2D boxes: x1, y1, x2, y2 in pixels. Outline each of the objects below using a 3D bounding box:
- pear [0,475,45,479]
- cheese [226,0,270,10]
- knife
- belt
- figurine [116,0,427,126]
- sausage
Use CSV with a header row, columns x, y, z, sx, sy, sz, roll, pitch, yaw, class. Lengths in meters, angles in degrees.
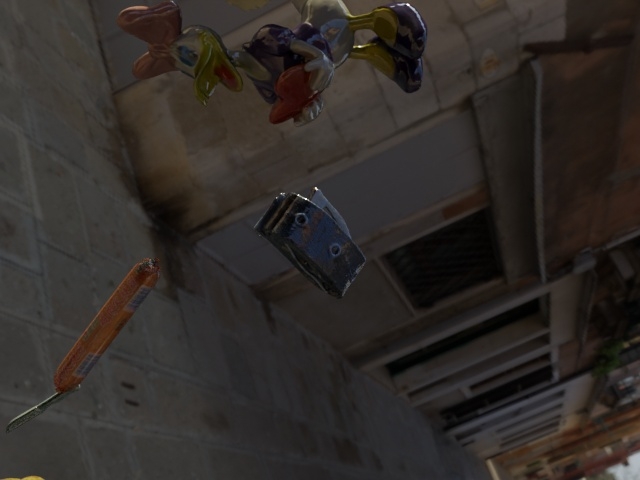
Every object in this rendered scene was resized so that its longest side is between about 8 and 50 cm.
x,y,z,sx,sy,sz,roll,pitch,yaw,class
-0.611,0.561,1.331,0.229,0.188,0.211,14,51,-22,pear
-0.147,-0.654,1.411,0.292,0.153,0.332,5,-47,45,cheese
-0.689,0.414,1.700,0.015,0.210,0.028,50,-12,48,knife
0.000,0.001,1.287,0.122,0.128,0.218,8,-33,53,belt
-0.055,-0.269,0.962,0.154,0.421,0.193,103,-29,-66,figurine
-0.401,0.163,1.281,0.053,0.347,0.053,37,15,-11,sausage
